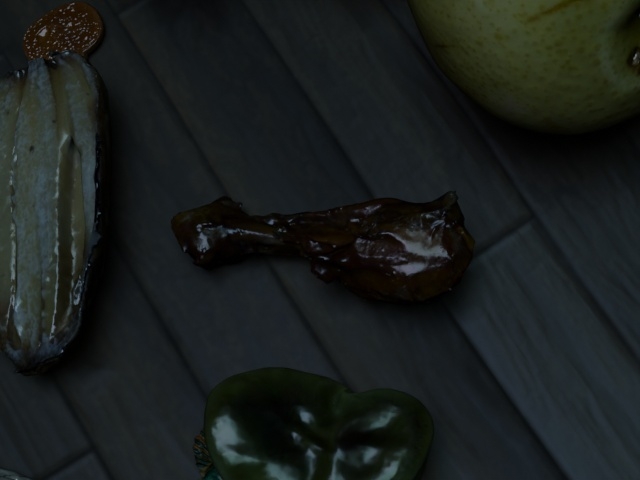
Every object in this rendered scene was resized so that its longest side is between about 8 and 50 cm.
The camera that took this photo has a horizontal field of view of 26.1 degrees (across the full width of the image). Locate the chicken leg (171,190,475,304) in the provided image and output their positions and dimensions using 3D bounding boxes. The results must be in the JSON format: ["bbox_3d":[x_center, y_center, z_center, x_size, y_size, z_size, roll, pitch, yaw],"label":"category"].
[{"bbox_3d":[0.000,0.000,1.330,0.304,0.093,0.113,6,54,19],"label":"chicken leg"}]

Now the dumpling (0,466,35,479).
[{"bbox_3d":[-0.323,0.256,1.279,0.188,0.108,0.127,1,46,26],"label":"dumpling"}]

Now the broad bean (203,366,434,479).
[{"bbox_3d":[-0.003,0.186,1.243,0.206,0.072,0.153,4,53,0],"label":"broad bean"}]

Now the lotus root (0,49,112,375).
[{"bbox_3d":[-0.263,-0.025,1.382,0.167,0.078,0.329,-12,69,29],"label":"lotus root"}]

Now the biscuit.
[{"bbox_3d":[-0.273,-0.214,1.477,0.091,0.015,0.078,-28,71,-1],"label":"biscuit"}]

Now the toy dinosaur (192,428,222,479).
[{"bbox_3d":[-0.071,0.204,1.287,0.106,0.044,0.187,25,71,19],"label":"toy dinosaur"}]

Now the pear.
[{"bbox_3d":[0.220,-0.255,1.274,0.309,0.309,0.309,-3,70,8],"label":"pear"}]
